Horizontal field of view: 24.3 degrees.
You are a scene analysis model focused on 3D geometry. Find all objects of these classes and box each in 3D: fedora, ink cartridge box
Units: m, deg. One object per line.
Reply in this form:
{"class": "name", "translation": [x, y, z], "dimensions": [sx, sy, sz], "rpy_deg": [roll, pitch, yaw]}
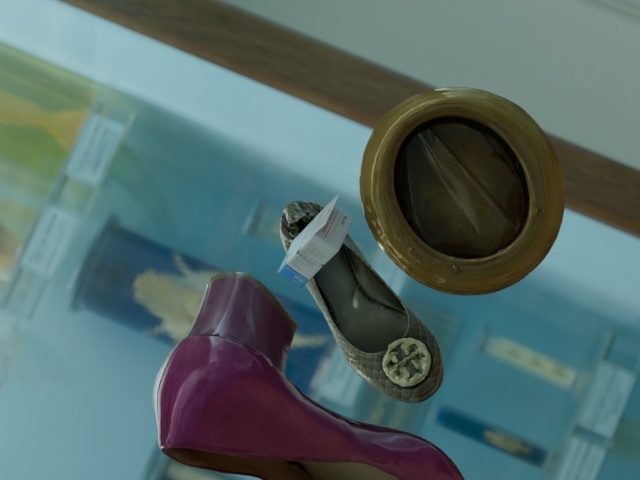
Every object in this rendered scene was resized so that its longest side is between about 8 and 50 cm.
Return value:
{"class": "fedora", "translation": [0.128, -0.043, 1.360], "dimensions": [0.079, 0.194, 0.194], "rpy_deg": [67, -134, -84]}
{"class": "ink cartridge box", "translation": [0.000, 0.000, 1.333], "dimensions": [0.083, 0.028, 0.048], "rpy_deg": [-46, 14, 43]}

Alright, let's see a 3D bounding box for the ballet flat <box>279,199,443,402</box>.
{"class": "ballet flat", "translation": [0.034, 0.053, 1.446], "dimensions": [0.084, 0.250, 0.058], "rpy_deg": [-32, -27, -4]}

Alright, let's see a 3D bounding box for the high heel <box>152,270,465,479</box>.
{"class": "high heel", "translation": [0.001, 0.208, 1.187], "dimensions": [0.127, 0.377, 0.181], "rpy_deg": [-28, 27, 33]}
